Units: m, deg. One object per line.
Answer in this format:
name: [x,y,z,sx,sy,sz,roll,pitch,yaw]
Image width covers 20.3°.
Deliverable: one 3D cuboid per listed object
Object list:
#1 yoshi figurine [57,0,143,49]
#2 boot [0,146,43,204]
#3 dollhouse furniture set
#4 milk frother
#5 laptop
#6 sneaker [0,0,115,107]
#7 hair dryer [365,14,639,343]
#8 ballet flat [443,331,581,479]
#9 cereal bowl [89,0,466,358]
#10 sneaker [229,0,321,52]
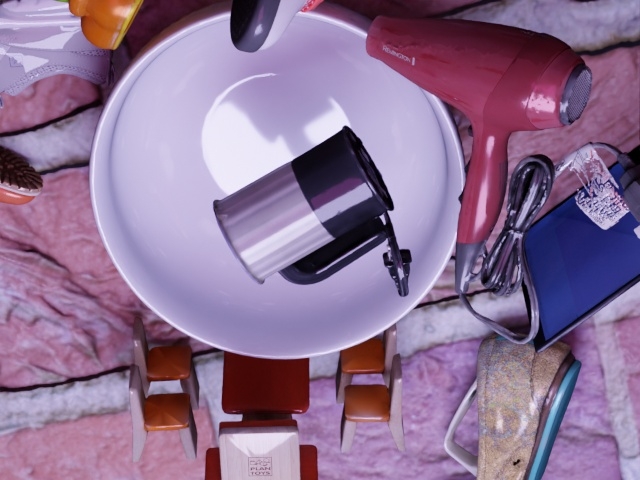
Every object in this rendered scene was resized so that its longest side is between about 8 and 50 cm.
yoshi figurine: [-0.300,-0.309,1.517,0.362,0.203,0.203,26,130,-7]
boot: [-0.341,-0.050,1.693,0.158,0.059,0.085,15,117,3]
dollhouse furniture set: [-0.051,0.148,1.666,0.262,0.259,0.135,-2,124,-1]
milk frother: [0.000,0.000,1.508,0.134,0.143,0.129,-30,118,11]
laptop: [0.242,-0.074,1.574,0.136,0.234,0.264,-4,115,2]
sneaker: [-0.317,-0.167,1.610,0.281,0.105,0.115,-6,114,3]
hair dryer: [0.137,-0.072,1.465,0.223,0.080,0.293,-37,83,29]
ballet flat: [0.172,0.246,1.797,0.123,0.123,0.349,8,115,-3]
cereal bowl: [-0.037,-0.071,1.630,0.339,0.141,0.339,0,115,1]
sneaker: [0.020,-0.246,1.498,0.145,0.270,0.090,25,144,-17]
